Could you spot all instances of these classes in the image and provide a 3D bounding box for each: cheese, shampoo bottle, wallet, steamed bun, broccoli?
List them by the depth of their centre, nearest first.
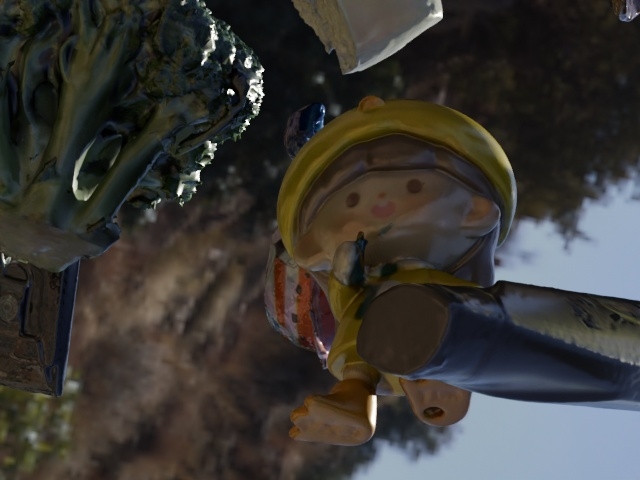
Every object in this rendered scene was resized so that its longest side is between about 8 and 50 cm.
[{"bbox_3d":[0.167,0.077,1.123,0.125,0.350,0.084,28,-78,42],"label":"shampoo bottle"},{"bbox_3d":[-0.217,-0.113,1.320,0.304,0.321,0.283,112,-10,-60],"label":"broccoli"},{"bbox_3d":[-0.355,0.050,1.760,0.052,0.168,0.245,-12,112,-62],"label":"wallet"},{"bbox_3d":[0.000,0.000,1.802,0.217,0.129,0.329,-80,167,-57],"label":"cheese"},{"bbox_3d":[0.039,-0.327,1.911,0.170,0.200,0.225,4,-70,69],"label":"steamed bun"}]

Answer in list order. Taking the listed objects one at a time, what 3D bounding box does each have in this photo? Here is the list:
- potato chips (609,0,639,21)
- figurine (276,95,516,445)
[{"bbox_3d":[0.305,-0.296,1.389,0.150,0.049,0.202,14,97,-65],"label":"potato chips"},{"bbox_3d":[0.059,0.021,1.304,0.344,0.215,0.187,-81,165,-46],"label":"figurine"}]
